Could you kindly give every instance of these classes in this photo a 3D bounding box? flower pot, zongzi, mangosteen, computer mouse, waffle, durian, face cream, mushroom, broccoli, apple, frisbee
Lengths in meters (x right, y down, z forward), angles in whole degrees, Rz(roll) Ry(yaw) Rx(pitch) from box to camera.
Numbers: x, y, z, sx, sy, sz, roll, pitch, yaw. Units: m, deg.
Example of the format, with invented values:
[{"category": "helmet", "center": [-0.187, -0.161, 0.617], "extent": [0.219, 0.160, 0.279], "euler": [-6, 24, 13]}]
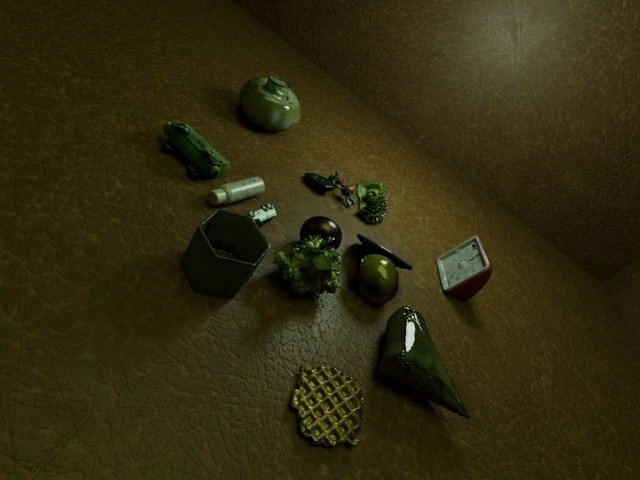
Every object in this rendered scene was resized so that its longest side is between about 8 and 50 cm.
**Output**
[{"category": "flower pot", "center": [-0.302, 0.043, 1.285], "extent": [0.209, 0.189, 0.239], "euler": [35, 36, -3]}, {"category": "zongzi", "center": [0.391, 0.429, 1.460], "extent": [0.360, 0.160, 0.323], "euler": [33, 36, -4]}, {"category": "mangosteen", "center": [0.000, 0.000, 1.621], "extent": [0.200, 0.200, 0.200], "euler": [23, 37, -19]}, {"category": "computer mouse", "center": [-0.009, -0.288, 2.044], "extent": [0.172, 0.057, 0.099], "euler": [27, 36, 7]}, {"category": "waffle", "center": [0.023, 0.480, 1.185], "extent": [0.243, 0.058, 0.238], "euler": [22, 40, -17]}, {"category": "durian", "center": [0.277, -0.205, 2.180], "extent": [0.169, 0.157, 0.355], "euler": [0, 35, 10]}, {"category": "face cream", "center": [-0.338, -0.196, 1.627], "extent": [0.082, 0.082, 0.269], "euler": [45, 36, 12]}, {"category": "mushroom", "center": [-0.262, -0.740, 2.167], "extent": [0.352, 0.260, 0.352], "euler": [20, 35, -15]}, {"category": "broccoli", "center": [-0.024, 0.074, 1.423], "extent": [0.263, 0.243, 0.247], "euler": [31, 75, -8]}, {"category": "apple", "center": [0.234, 0.149, 1.657], "extent": [0.207, 0.174, 0.188], "euler": [54, 38, -3]}, {"category": "frisbee", "center": [0.275, 0.062, 1.802], "extent": [0.289, 0.049, 0.289], "euler": [32, 1, 0]}]

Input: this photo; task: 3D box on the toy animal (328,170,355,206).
[{"category": "toy animal", "center": [0.109, -0.269, 2.088], "extent": [0.103, 0.100, 0.208], "euler": [-5, 56, -42]}]

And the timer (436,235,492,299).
[{"category": "timer", "center": [0.736, 0.131, 2.027], "extent": [0.161, 0.250, 0.257], "euler": [27, 36, -15]}]

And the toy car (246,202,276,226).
[{"category": "toy car", "center": [-0.244, -0.091, 1.598], "extent": [0.062, 0.071, 0.165], "euler": [55, 36, 1]}]

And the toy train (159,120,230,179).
[{"category": "toy train", "center": [-0.512, -0.360, 1.659], "extent": [0.307, 0.126, 0.189], "euler": [42, 3, 8]}]
